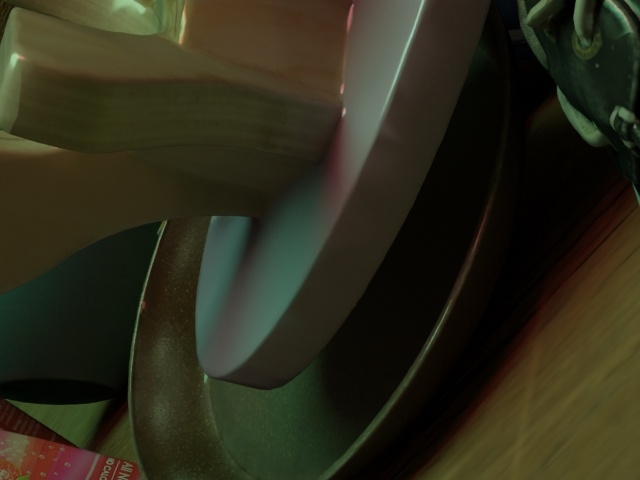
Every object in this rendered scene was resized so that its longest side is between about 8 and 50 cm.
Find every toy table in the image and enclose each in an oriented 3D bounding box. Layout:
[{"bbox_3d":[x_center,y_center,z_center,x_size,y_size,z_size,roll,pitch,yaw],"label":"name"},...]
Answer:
[{"bbox_3d":[-0.052,-0.078,0.474,0.274,0.161,0.252,-72,21,7],"label":"toy table"}]

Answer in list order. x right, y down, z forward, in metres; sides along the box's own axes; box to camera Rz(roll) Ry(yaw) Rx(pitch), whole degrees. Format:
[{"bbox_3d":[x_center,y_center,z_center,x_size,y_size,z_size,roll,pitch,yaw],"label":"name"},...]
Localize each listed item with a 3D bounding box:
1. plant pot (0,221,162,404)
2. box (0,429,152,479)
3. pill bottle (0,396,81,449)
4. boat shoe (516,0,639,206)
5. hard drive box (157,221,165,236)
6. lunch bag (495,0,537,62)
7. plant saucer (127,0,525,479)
[{"bbox_3d":[-0.283,0.071,1.242,0.290,0.290,0.195,-35,52,57],"label":"plant pot"},{"bbox_3d":[-0.186,0.225,0.511,0.300,0.154,0.142,-78,2,-65],"label":"box"},{"bbox_3d":[-0.362,0.212,1.167,0.121,0.216,0.121,-50,12,15],"label":"pill bottle"},{"bbox_3d":[0.111,-0.064,0.343,0.121,0.119,0.335,-51,12,13],"label":"boat shoe"},{"bbox_3d":[-0.012,-0.087,0.823,0.181,0.089,0.232,-49,12,21],"label":"hard drive box"},{"bbox_3d":[0.122,-0.140,0.633,0.067,0.065,0.098,-7,29,18],"label":"lunch bag"},{"bbox_3d":[0.000,0.000,0.583,0.310,0.050,0.310,-40,37,39],"label":"plant saucer"}]
